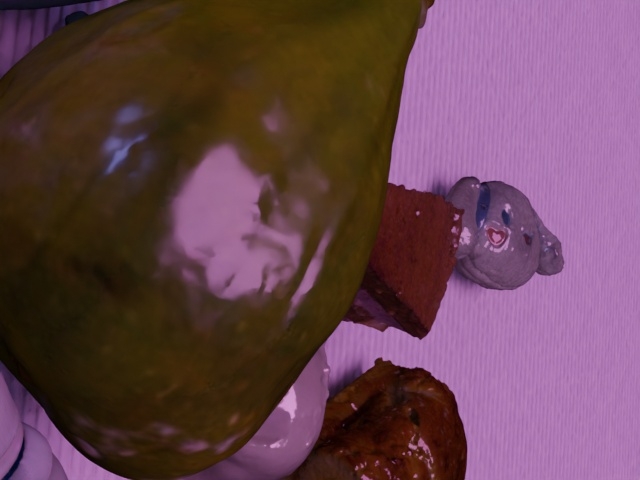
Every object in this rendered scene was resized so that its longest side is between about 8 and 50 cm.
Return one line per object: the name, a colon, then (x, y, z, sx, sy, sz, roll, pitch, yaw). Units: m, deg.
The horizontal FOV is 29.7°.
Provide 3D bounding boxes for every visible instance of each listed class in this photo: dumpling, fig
dumpling: (-0.061, 0.099, 0.795, 0.127, 0.108, 0.188, 21, 88, -31)
fig: (-0.068, -0.034, 0.660, 0.233, 0.233, 0.314, 61, 43, -36)

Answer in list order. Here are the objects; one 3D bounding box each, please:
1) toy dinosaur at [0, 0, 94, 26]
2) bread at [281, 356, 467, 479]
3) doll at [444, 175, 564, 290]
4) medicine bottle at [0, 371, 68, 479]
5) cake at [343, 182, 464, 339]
toy dinosaur: (0.013, -0.198, 0.697, 0.383, 0.331, 0.129, -33, 114, -54)
bread: (0.044, 0.180, 0.939, 0.172, 0.103, 0.132, -25, 112, -57)
doll: (0.169, -0.005, 1.168, 0.214, 0.072, 0.103, 14, 70, -48)
medicine bottle: (-0.175, 0.169, 0.573, 0.143, 0.143, 0.258, -42, 122, -49)
cake: (0.000, 0.000, 0.866, 0.295, 0.116, 0.112, 22, 71, -55)
